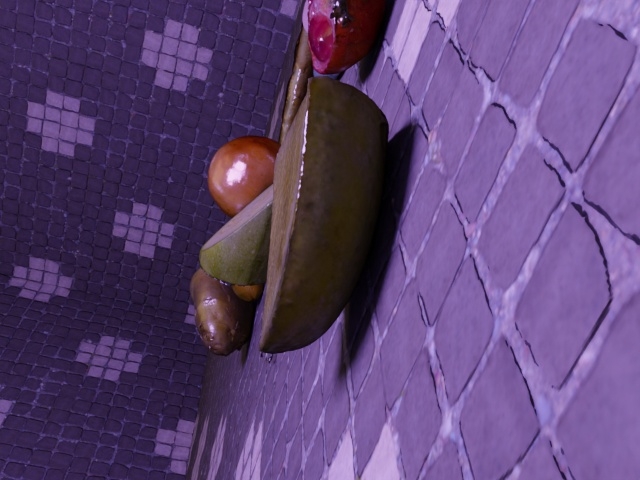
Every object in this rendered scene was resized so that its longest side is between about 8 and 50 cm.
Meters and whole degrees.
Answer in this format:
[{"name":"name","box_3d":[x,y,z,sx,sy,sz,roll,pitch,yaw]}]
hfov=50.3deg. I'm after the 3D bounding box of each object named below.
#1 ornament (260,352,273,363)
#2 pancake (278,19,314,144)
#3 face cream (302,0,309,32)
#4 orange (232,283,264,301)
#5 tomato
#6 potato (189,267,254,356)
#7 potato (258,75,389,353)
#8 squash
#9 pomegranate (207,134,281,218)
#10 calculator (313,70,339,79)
[{"name":"ornament","box_3d":[-0.079,0.166,1.197,0.073,0.028,0.125,-96,24,-65]},{"name":"pancake","box_3d":[-0.055,-0.385,1.792,0.305,0.067,0.426,109,171,-72]},{"name":"face cream","box_3d":[0.032,-0.397,1.109,0.198,0.057,0.084,0,75,64]},{"name":"orange","box_3d":[-0.181,0.107,1.706,0.085,0.085,0.095,122,138,-62]},{"name":"tomato","box_3d":[0.039,-0.335,0.979,0.173,0.099,0.189,-126,36,-68]},{"name":"potato","box_3d":[-0.250,0.177,1.755,0.141,0.191,0.296,-27,34,14]},{"name":"potato","box_3d":[0.000,0.000,0.738,0.269,0.112,0.255,127,151,-74]},{"name":"squash","box_3d":[-0.141,-0.054,1.391,0.189,0.189,0.260,-92,14,-58]},{"name":"pomegranate","box_3d":[-0.155,-0.143,1.565,0.209,0.209,0.209,-166,90,-80]},{"name":"calculator","box_3d":[0.033,-0.389,1.282,0.299,0.041,0.185,-174,98,-79]}]
